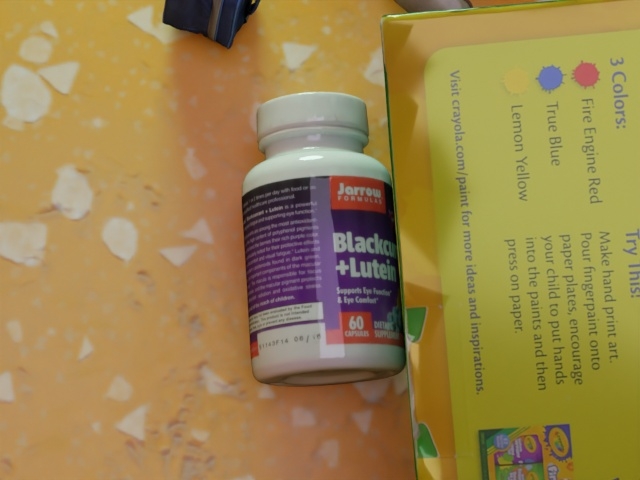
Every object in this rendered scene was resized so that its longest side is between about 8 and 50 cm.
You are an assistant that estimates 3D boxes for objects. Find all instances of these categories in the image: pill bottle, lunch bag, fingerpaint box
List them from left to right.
[{"bbox_3d":[-0.073,-0.189,1.029,0.065,0.098,0.067,21,71,-3],"label":"lunch bag"},{"bbox_3d":[0.000,0.000,0.988,0.108,0.108,0.194,-3,78,-6],"label":"pill bottle"},{"bbox_3d":[0.239,0.071,0.901,0.371,0.163,0.445,-5,90,5],"label":"fingerpaint box"}]

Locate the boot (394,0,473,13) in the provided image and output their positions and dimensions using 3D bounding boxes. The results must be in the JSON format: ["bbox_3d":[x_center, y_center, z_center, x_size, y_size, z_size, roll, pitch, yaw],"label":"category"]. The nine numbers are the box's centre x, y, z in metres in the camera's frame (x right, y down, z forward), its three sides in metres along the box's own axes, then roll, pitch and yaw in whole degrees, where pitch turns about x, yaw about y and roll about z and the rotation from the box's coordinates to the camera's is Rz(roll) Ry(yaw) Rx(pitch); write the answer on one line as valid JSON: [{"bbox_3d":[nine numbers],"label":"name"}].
[{"bbox_3d":[0.094,-0.139,1.062,0.118,0.042,0.087,20,79,0],"label":"boot"}]
